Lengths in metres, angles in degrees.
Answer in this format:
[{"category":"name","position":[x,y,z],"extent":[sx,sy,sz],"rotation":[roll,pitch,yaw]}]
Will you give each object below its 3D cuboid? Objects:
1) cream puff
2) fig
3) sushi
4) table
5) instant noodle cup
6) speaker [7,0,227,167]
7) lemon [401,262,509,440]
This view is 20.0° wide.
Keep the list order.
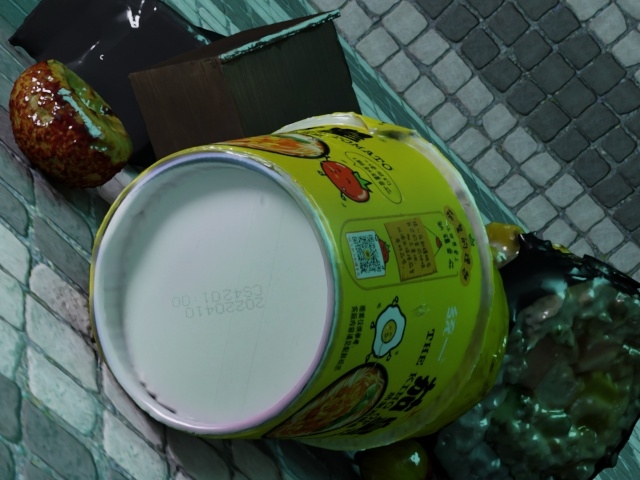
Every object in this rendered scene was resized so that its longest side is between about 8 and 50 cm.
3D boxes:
[{"category":"cream puff","position":[-0.251,-0.108,1.794],"extent":[0.149,0.084,0.149],"rotation":[49,9,-11]},{"category":"fig","position":[0.071,0.241,1.906],"extent":[0.098,0.082,0.084],"rotation":[23,-5,25]},{"category":"sushi","position":[0.212,0.136,2.199],"extent":[0.329,0.328,0.285],"rotation":[20,14,-39]},{"category":"table","position":[-0.061,-0.116,1.887],"extent":[0.172,0.169,0.193],"rotation":[-26,103,-37]},{"category":"instant noodle cup","position":[-0.038,0.041,1.622],"extent":[0.325,0.325,0.254],"rotation":[53,22,17]},{"category":"speaker","position":[-0.173,-0.196,2.128],"extent":[0.184,0.180,0.388],"rotation":[47,12,15]},{"category":"lemon","position":[0.063,0.085,1.865],"extent":[0.260,0.260,0.284],"rotation":[53,-32,16]}]
